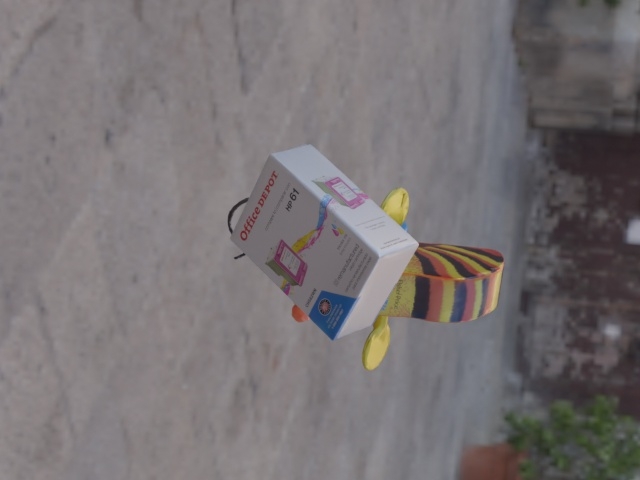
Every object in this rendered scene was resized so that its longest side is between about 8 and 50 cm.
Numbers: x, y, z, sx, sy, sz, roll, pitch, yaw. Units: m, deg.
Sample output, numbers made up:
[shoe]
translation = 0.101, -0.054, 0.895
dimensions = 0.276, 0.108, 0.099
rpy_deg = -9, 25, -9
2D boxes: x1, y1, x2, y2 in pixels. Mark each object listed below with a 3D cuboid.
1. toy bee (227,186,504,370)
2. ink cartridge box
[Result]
[toy bee]
translation = 0.035, 0.050, 1.466
dimensions = 0.162, 0.298, 0.195
rpy_deg = -59, 135, -62
[ink cartridge box]
translation = 0.000, 0.000, 1.053
dimensions = 0.052, 0.122, 0.088
rpy_deg = -17, 143, -47
